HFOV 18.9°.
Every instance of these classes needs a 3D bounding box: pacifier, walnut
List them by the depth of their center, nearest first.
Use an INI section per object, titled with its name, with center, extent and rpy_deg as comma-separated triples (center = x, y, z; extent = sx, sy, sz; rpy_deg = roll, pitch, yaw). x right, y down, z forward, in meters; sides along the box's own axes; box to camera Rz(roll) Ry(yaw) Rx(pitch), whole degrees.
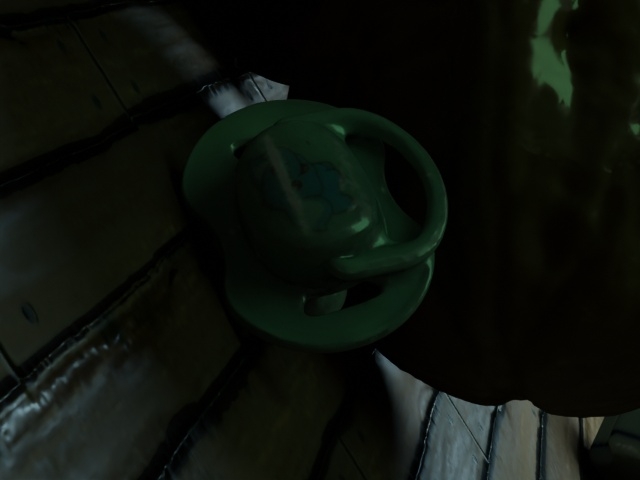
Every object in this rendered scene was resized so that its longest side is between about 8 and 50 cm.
[pacifier]
center = 0.000, 0.000, 0.962
extent = 0.150, 0.127, 0.116
rpy_deg = 58, -15, 30
[walnut]
center = 0.131, -0.065, 1.125
extent = 0.333, 0.333, 0.333
rpy_deg = 55, 12, -17

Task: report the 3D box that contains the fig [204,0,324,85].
[fig]
center = -0.003, -0.193, 1.272
extent = 0.205, 0.205, 0.205
rpy_deg = 55, 12, -17

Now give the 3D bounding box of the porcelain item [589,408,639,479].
[porcelain item]
center = 0.409, 0.213, 1.718
extent = 0.286, 0.157, 0.281
rpy_deg = 12, -28, 45
